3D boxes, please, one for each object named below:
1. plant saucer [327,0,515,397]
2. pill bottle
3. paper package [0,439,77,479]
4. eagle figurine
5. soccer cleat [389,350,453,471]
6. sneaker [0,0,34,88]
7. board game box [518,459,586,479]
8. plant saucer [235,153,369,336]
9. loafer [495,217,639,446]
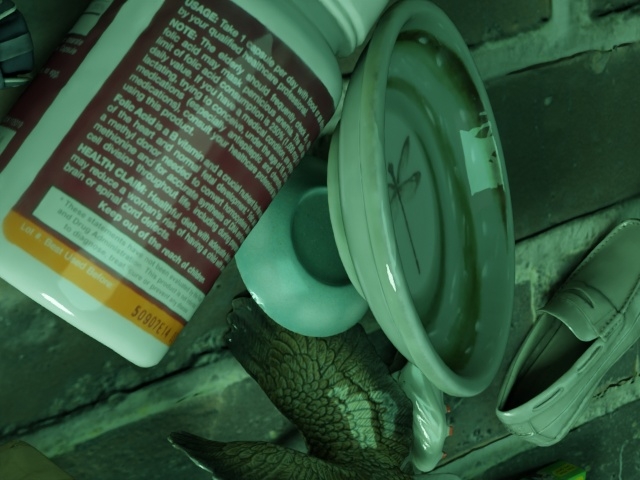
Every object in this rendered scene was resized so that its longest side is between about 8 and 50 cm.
[{"bbox_3d":[0.095,-0.039,1.102,0.400,0.100,0.400,29,57,-59],"label":"plant saucer"},{"bbox_3d":[-0.122,-0.110,0.928,0.224,0.224,0.392,41,80,-34],"label":"pill bottle"},{"bbox_3d":[-0.321,0.390,0.962,0.309,0.168,0.325,-25,114,-26],"label":"paper package"},{"bbox_3d":[0.001,0.223,1.112,0.225,0.226,0.298,-33,123,-8],"label":"eagle figurine"},{"bbox_3d":[0.113,0.174,1.261,0.076,0.068,0.196,0,102,-18],"label":"soccer cleat"},{"bbox_3d":[-0.280,-0.129,0.820,0.163,0.226,0.086,-18,122,-32],"label":"sneaker"},{"bbox_3d":[0.222,0.423,1.367,0.317,0.046,0.213,-11,110,-44],"label":"board game box"},{"bbox_3d":[0.000,0.000,1.104,0.195,0.037,0.195,11,72,-36],"label":"plant saucer"},{"bbox_3d":[0.326,0.106,1.350,0.111,0.112,0.319,35,83,-43],"label":"loafer"}]
